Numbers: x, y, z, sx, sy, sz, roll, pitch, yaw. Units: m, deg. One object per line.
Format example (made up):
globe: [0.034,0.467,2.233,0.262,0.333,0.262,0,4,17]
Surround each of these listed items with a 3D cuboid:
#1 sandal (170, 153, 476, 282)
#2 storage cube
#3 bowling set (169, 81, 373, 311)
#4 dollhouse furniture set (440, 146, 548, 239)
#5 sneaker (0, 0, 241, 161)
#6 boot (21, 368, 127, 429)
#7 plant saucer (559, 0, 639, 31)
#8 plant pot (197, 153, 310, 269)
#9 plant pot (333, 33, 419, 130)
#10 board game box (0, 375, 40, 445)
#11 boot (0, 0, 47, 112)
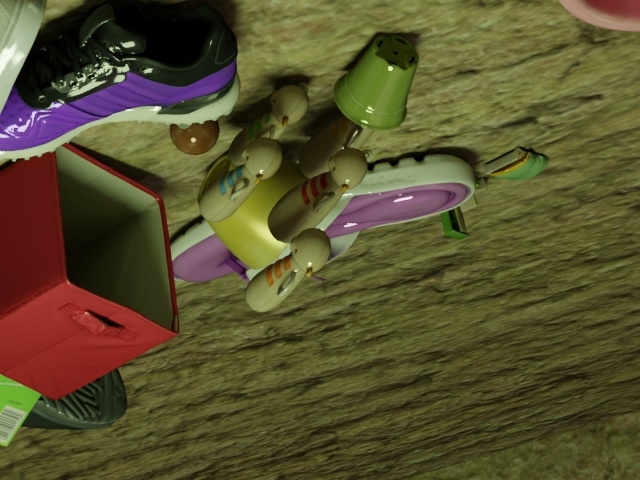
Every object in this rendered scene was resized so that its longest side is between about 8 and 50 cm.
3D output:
sandal: [-0.006,-0.004,2.023,0.416,0.102,0.169,-19,157,15]
storage cube: [-0.293,0.035,1.799,0.193,0.215,0.183,-29,144,25]
bowling set: [-0.053,-0.086,1.711,0.200,0.287,0.154,34,134,-17]
dollhouse furniture set: [0.220,-0.059,2.075,0.151,0.058,0.076,-26,155,31]
sneaker: [-0.218,-0.168,1.529,0.293,0.102,0.146,-13,154,-12]
boot: [-0.547,0.253,2.282,0.445,0.146,0.367,-32,142,32]
plant saucer: [0.367,-0.312,1.507,0.332,0.084,0.332,-10,158,-4]
plant pot: [-0.083,-0.047,1.870,0.095,0.134,0.134,30,139,-24]
plant pot: [0.066,-0.172,1.704,0.083,0.083,0.079,-2,142,-26]
board game box: [-0.378,0.133,2.057,0.124,0.039,0.259,29,99,-44]
boot: [-0.345,-0.129,1.439,0.123,0.095,0.258,21,109,-18]
